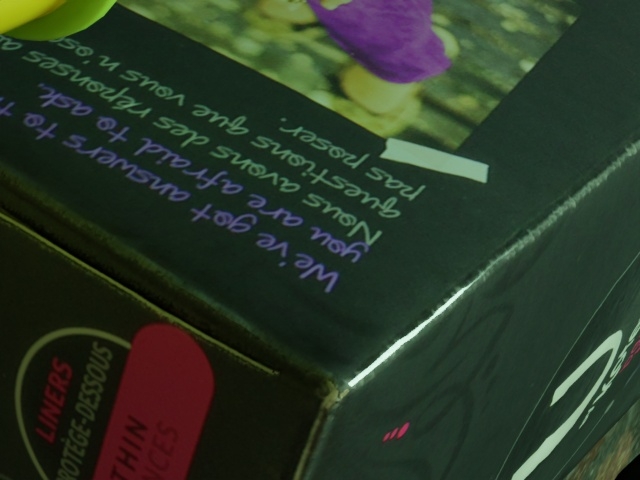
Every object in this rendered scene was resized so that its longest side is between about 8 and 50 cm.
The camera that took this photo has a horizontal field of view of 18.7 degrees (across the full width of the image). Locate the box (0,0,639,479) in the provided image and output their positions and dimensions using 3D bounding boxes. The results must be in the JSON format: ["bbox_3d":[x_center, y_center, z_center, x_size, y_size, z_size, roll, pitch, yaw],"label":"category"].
[{"bbox_3d":[0.000,0.000,0.482,0.270,0.143,0.165,-36,152,-47],"label":"box"}]

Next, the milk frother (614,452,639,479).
[{"bbox_3d":[0.096,0.065,0.873,0.143,0.129,0.134,-25,-175,39],"label":"milk frother"}]

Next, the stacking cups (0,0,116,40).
[{"bbox_3d":[0.004,-0.106,0.382,0.316,0.096,0.096,-27,140,-40],"label":"stacking cups"}]
